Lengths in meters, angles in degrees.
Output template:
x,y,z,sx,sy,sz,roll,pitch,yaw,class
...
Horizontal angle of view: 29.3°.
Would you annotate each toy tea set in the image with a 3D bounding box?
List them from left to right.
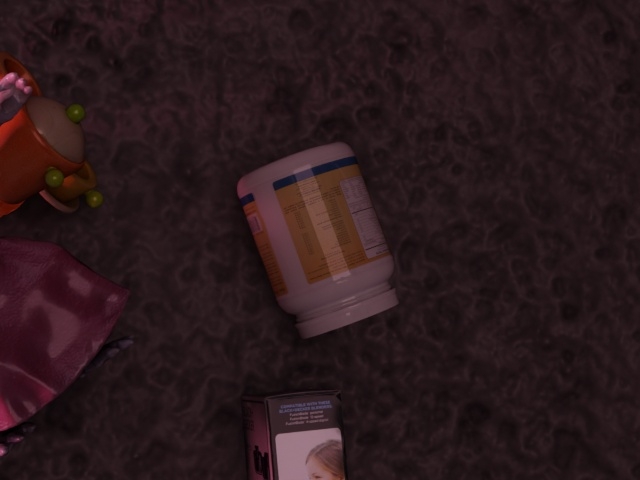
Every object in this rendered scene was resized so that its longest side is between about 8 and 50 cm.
x,y,z,sx,sy,sz,roll,pitch,yaw,class
-0.335,-0.182,1.310,0.124,0.200,0.336,-35,89,13,toy tea set

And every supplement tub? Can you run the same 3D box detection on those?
x,y,z,sx,sy,sz,roll,pitch,yaw,class
0.000,0.000,1.410,0.144,0.144,0.199,-20,89,-16,supplement tub

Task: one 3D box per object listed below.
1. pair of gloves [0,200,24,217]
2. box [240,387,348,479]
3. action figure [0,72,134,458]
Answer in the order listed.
x,y,z,sx,sy,sz,roll,pitch,yaw,class
-0.370,-0.069,1.388,0.074,0.010,0.083,-42,94,-16,pair of gloves
-0.023,0.311,1.357,0.087,0.169,0.289,-3,86,-13,box
-0.365,0.011,1.193,0.370,0.276,0.248,49,51,-11,action figure
